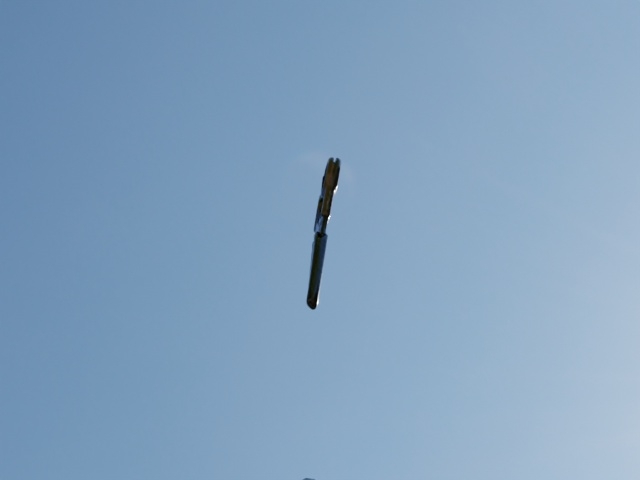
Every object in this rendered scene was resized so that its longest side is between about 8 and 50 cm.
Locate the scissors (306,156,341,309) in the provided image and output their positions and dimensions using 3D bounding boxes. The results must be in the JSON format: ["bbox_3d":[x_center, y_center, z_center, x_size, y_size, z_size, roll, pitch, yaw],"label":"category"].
[{"bbox_3d":[0.000,0.000,1.230,0.017,0.220,0.088,13,-56,-4],"label":"scissors"}]

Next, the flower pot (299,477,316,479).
[{"bbox_3d":[-0.020,0.266,0.383,0.283,0.299,0.299,-39,-50,-7],"label":"flower pot"}]
